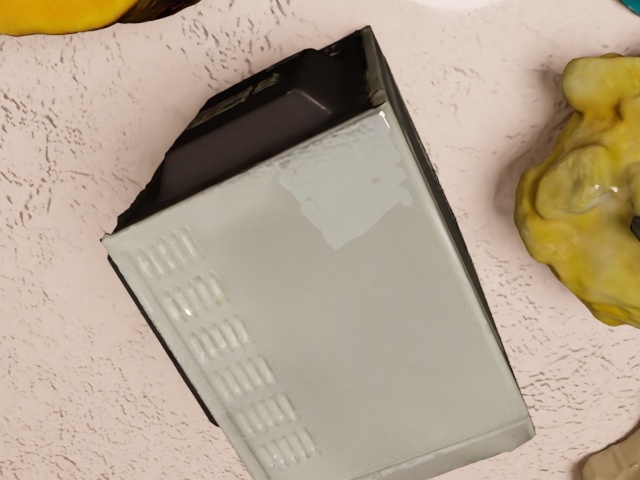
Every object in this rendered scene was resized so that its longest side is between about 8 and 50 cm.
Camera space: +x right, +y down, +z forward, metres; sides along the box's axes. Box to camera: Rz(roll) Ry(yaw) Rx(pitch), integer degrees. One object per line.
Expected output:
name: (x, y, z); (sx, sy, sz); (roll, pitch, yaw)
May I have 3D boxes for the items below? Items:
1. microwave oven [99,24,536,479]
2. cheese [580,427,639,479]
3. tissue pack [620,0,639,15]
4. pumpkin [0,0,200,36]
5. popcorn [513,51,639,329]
microwave oven: (0.000, 0.000, 0.519); (0.181, 0.295, 0.238); (-24, 110, 12)
cheese: (0.315, 0.265, 0.739); (0.163, 0.082, 0.286); (38, 110, -12)
tissue pack: (0.239, -0.216, 0.559); (0.138, 0.028, 0.085); (30, 139, -13)
pumpkin: (-0.207, -0.254, 0.480); (0.317, 0.139, 0.222); (5, 123, 15)
popcorn: (0.288, -0.033, 0.547); (0.286, 0.215, 0.252); (-2, 119, 6)
